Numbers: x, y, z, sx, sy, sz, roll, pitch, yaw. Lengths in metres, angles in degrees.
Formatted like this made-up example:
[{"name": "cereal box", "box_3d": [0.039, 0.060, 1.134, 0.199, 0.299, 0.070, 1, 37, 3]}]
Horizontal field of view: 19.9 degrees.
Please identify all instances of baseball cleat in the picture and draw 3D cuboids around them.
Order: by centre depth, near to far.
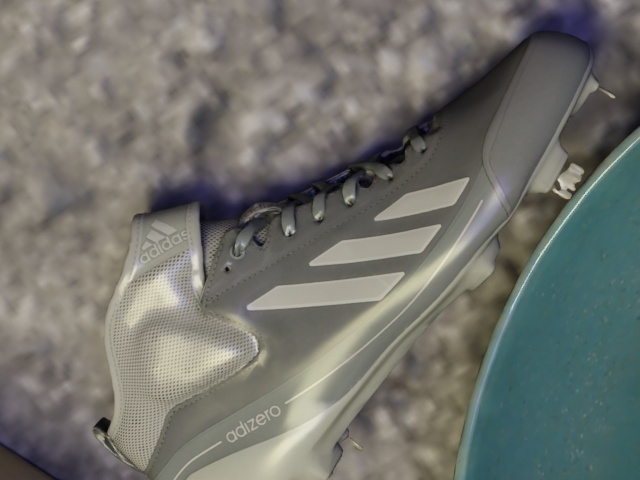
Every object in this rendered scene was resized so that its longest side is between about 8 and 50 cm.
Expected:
[{"name": "baseball cleat", "box_3d": [0.000, 0.000, 0.600, 0.109, 0.072, 0.206, 35, 96, -3]}]

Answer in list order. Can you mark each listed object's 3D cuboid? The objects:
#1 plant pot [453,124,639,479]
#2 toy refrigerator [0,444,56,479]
[{"name": "plant pot", "box_3d": [0.211, 0.096, 0.552, 0.195, 0.290, 0.290, 19, 105, -44]}, {"name": "toy refrigerator", "box_3d": [-0.142, 0.117, 0.605, 0.269, 0.102, 0.094, 35, 100, -11]}]
